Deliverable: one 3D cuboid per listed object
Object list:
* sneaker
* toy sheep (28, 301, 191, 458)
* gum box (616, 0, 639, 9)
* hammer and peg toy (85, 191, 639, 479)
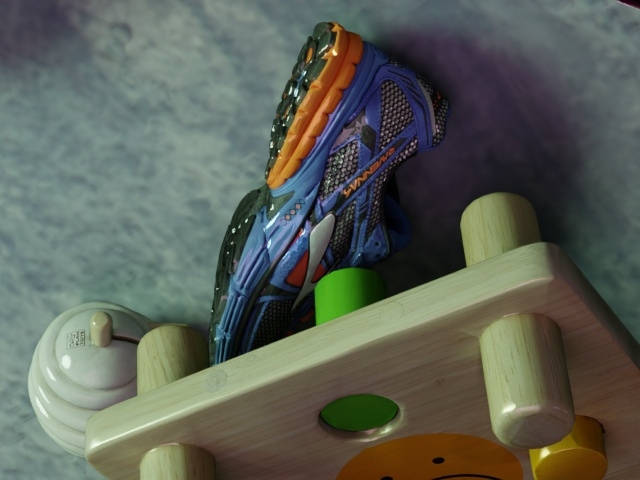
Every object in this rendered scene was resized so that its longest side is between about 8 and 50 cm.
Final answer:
[{"bbox_3d":[0.000,0.000,0.999,0.087,0.083,0.221,19,122,-8],"label":"sneaker"},{"bbox_3d":[-0.114,0.074,1.051,0.091,0.091,0.132,14,142,5],"label":"toy sheep"},{"bbox_3d":[0.157,-0.146,0.877,0.188,0.107,0.062,20,118,1],"label":"gum box"},{"bbox_3d":[0.010,0.134,0.993,0.361,0.127,0.266,-23,138,21],"label":"hammer and peg toy"}]
